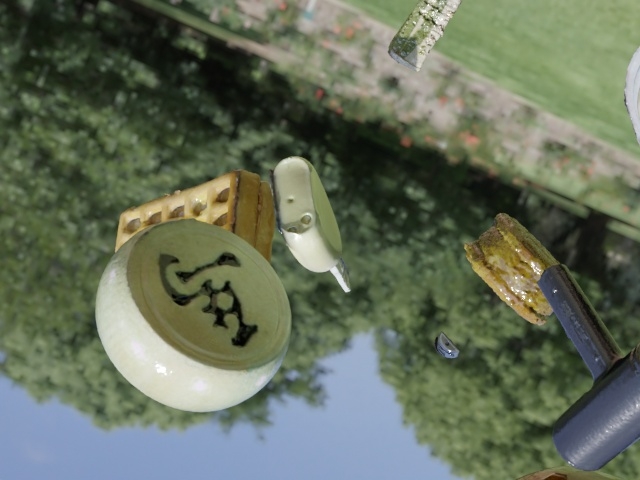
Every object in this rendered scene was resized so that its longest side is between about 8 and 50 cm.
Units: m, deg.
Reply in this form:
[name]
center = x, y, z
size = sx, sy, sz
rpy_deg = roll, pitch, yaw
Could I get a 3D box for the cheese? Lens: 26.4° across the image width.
[cheese]
center = 0.000, 0.000, 1.679
size = 0.054, 0.127, 0.251
rpy_deg = -15, 152, 11

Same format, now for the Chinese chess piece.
[Chinese chess piece]
center = -0.156, 0.091, 1.700
size = 0.250, 0.101, 0.250
rpy_deg = 21, -134, -23

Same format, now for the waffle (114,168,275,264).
[waffle]
center = -0.217, 0.019, 2.261
size = 0.328, 0.224, 0.098
rpy_deg = -16, 149, 43

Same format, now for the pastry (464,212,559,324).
[pastry]
center = 0.326, 0.046, 2.226
size = 0.189, 0.103, 0.188
rpy_deg = 44, -170, -10

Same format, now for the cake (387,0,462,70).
[cake]
center = 0.136, -0.280, 1.691
size = 0.051, 0.140, 0.055
rpy_deg = 30, -165, -8

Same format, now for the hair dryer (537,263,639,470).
[hair dryer]
center = 0.342, 0.138, 1.703
size = 0.089, 0.197, 0.251
rpy_deg = -2, -126, -33

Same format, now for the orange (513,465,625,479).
[orange]
center = 0.408, 0.451, 2.047
size = 0.263, 0.196, 0.335
rpy_deg = 8, -168, -42

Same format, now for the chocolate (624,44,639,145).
[chocolate]
center = 0.442, -0.162, 1.620
size = 0.221, 0.221, 0.147
rpy_deg = 25, -150, 22

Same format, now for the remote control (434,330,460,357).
[remote control]
center = 0.134, 0.114, 1.455
size = 0.034, 0.016, 0.091
rpy_deg = 50, 178, 9
